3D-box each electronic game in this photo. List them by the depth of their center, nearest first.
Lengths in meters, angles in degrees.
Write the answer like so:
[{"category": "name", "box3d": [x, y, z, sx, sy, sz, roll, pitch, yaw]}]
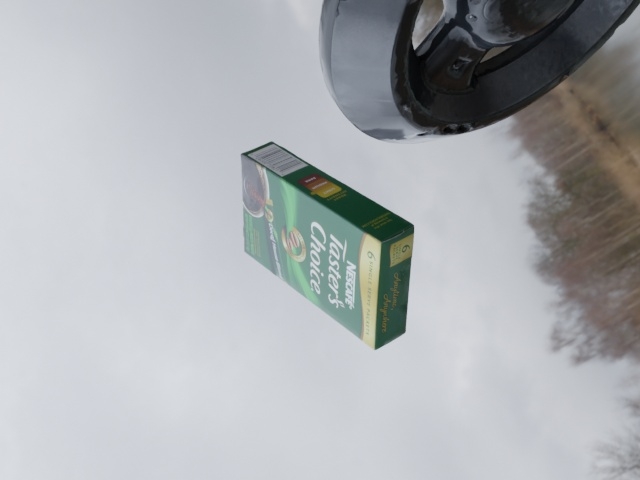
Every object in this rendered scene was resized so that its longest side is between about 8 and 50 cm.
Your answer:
[{"category": "electronic game", "box3d": [0.098, -0.136, 0.378, 0.048, 0.229, 0.229, 54, -165, 27]}]

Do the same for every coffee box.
[{"category": "coffee box", "box3d": [0.000, 0.000, 0.672, 0.040, 0.113, 0.184, -25, -137, -33]}]
